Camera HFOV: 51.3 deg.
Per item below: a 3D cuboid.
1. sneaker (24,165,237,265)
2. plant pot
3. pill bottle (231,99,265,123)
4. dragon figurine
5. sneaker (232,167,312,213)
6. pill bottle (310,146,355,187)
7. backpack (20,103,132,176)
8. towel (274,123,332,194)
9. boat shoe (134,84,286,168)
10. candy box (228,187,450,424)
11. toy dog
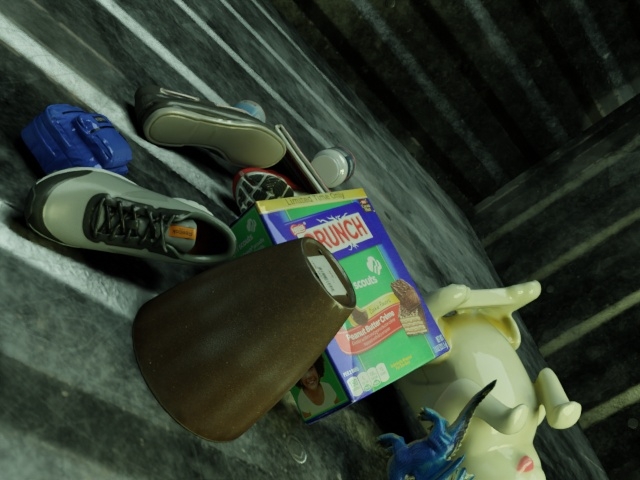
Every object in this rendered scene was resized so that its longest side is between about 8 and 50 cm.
[{"bbox_3d":[-0.221,-0.025,0.820,0.271,0.100,0.108,12,2,-41],"label":"sneaker"},{"bbox_3d":[-0.076,0.103,0.843,0.215,0.230,0.215,46,20,-22],"label":"plant pot"},{"bbox_3d":[-0.176,-0.253,1.467,0.087,0.087,0.160,50,19,-13],"label":"pill bottle"},{"bbox_3d":[0.178,0.340,1.015,0.144,0.289,0.085,59,-2,47],"label":"dragon figurine"},{"bbox_3d":[-0.115,-0.099,1.370,0.118,0.107,0.279,43,9,22],"label":"sneaker"},{"bbox_3d":[0.030,-0.203,1.854,0.108,0.108,0.180,54,19,-1],"label":"pill bottle"},{"bbox_3d":[-0.316,-0.124,0.872,0.120,0.101,0.098,50,12,0],"label":"backpack"},{"bbox_3d":[-0.027,-0.137,1.520,0.237,0.037,0.329,54,-4,2],"label":"towel"},{"bbox_3d":[-0.199,-0.220,1.262,0.335,0.112,0.095,8,46,-49],"label":"boat shoe"},{"bbox_3d":[0.026,0.085,1.047,0.268,0.122,0.317,-13,70,-49],"label":"candy box"},{"bbox_3d":[0.260,0.315,1.212,0.284,0.395,0.408,6,63,-43],"label":"toy dog"}]
